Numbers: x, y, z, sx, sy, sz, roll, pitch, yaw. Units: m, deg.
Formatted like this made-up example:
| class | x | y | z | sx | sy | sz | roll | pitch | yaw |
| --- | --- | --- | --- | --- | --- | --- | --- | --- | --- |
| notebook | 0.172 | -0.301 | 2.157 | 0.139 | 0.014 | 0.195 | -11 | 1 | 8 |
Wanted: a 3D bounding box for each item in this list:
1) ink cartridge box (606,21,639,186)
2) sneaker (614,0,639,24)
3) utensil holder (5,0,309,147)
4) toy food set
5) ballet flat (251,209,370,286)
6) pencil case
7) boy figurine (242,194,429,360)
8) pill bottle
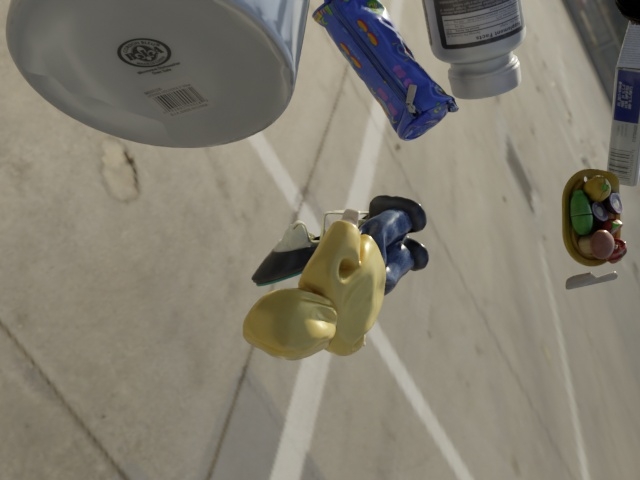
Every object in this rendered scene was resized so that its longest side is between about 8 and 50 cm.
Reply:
| class | x | y | z | sx | sy | sz | roll | pitch | yaw |
| --- | --- | --- | --- | --- | --- | --- | --- | --- | --- |
| ink cartridge box | 0.602 | -0.325 | 1.790 | 0.324 | 0.072 | 0.330 | 71 | 36 | -54 |
| sneaker | 0.382 | -0.354 | 1.212 | 0.222 | 0.118 | 0.083 | 44 | -30 | 34 |
| utensil holder | -0.158 | -0.346 | 1.082 | 0.327 | 0.328 | 0.385 | 43 | 45 | -48 |
| toy food set | 0.503 | -0.022 | 1.720 | 0.071 | 0.128 | 0.217 | 178 | -90 | -68 |
| ballet flat | 0.000 | 0.000 | 1.268 | 0.074 | 0.203 | 0.074 | 163 | -90 | -85 |
| pencil case | 0.112 | -0.318 | 1.700 | 0.306 | 0.119 | 0.133 | 55 | 15 | 5 |
| boy figurine | 0.024 | 0.060 | 1.103 | 0.285 | 0.092 | 0.177 | -40 | 133 | -41 |
| pill bottle | 0.270 | -0.422 | 1.721 | 0.176 | 0.176 | 0.318 | -71 | 150 | -62 |
